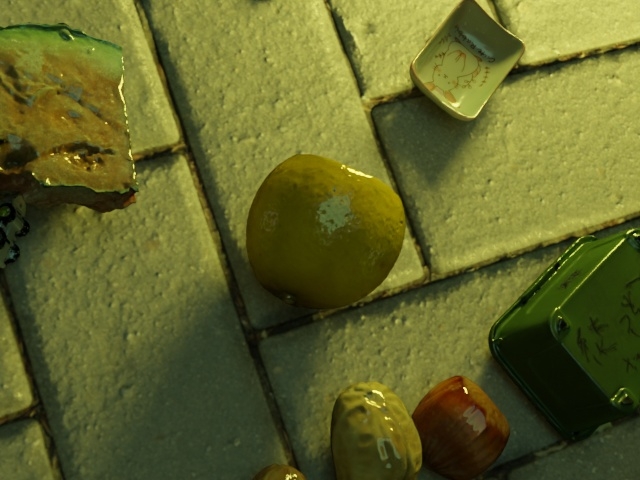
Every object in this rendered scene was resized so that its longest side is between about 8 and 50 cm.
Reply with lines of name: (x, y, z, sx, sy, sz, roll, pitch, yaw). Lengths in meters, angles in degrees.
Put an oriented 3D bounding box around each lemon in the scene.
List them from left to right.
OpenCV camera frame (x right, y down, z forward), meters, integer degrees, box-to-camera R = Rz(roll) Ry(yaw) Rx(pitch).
lemon: (0.000, 0.000, 1.402, 0.240, 0.240, 0.219, 26, 80, -9)

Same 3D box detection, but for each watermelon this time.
watermelon: (-0.415, -0.155, 1.346, 0.264, 0.151, 0.302, -3, 64, -25)

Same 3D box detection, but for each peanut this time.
peanut: (0.086, 0.362, 1.368, 0.147, 0.147, 0.305, 3, 75, -17)

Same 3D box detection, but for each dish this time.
dish: (0.254, -0.316, 1.658, 0.151, 0.077, 0.212, 40, 67, -5)

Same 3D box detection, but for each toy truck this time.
toy truck: (-0.477, -0.021, 1.343, 0.077, 0.076, 0.111, 12, 69, 6)

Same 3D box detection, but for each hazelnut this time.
hazelnut: (0.216, 0.297, 1.445, 0.150, 0.150, 0.150, 5, 73, -17)

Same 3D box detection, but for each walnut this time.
walnut: (-0.066, 0.388, 1.337, 0.105, 0.105, 0.124, 20, 70, -11)

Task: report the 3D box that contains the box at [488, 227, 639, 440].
box: (0.477, 0.149, 1.540, 0.328, 0.178, 0.253, -41, 91, -23)
